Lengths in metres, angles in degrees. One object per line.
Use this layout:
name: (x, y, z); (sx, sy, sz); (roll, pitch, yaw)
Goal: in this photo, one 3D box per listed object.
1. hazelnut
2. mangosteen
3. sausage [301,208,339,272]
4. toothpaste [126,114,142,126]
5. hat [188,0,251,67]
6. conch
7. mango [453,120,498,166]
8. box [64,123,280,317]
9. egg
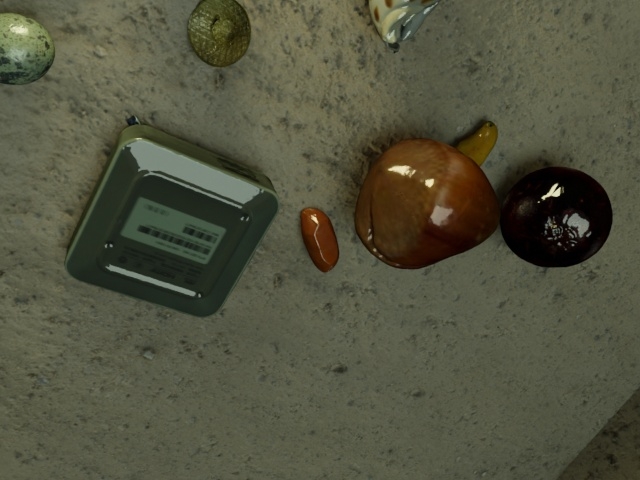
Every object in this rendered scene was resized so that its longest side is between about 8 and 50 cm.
hazelnut: (0.264, -0.083, 1.773); (0.372, 0.372, 0.315); (18, 74, -31)
mangosteen: (0.651, -0.074, 1.980); (0.297, 0.293, 0.297); (13, 143, 10)
sausage: (0.000, 0.000, 1.856); (0.089, 0.089, 0.179); (-23, 117, -8)
toothpaste: (-0.396, -0.238, 1.581); (0.027, 0.019, 0.083); (-22, 124, 14)
hat: (-0.201, -0.441, 1.514); (0.146, 0.067, 0.146); (4, 104, 17)
conch: (0.197, -0.559, 1.553); (0.149, 0.183, 0.275); (44, 86, 3)
mango: (0.395, -0.231, 1.886); (0.190, 0.075, 0.098); (-45, 135, 0)
box: (-0.342, -0.027, 1.657); (0.396, 0.111, 0.396); (21, 113, -26)
egg: (-0.593, -0.362, 1.351); (0.172, 0.132, 0.132); (-2, 121, -7)
